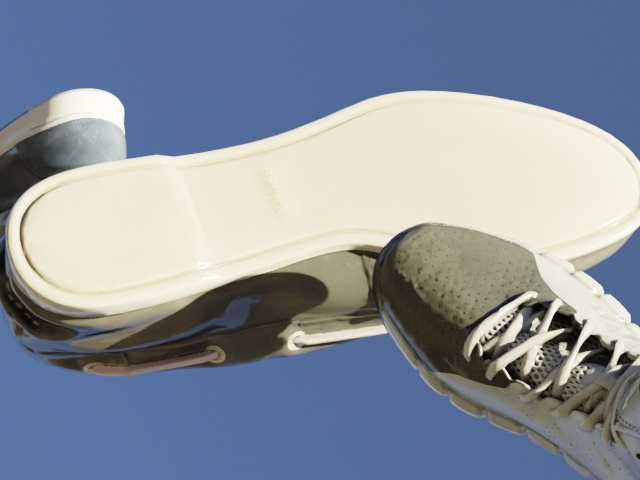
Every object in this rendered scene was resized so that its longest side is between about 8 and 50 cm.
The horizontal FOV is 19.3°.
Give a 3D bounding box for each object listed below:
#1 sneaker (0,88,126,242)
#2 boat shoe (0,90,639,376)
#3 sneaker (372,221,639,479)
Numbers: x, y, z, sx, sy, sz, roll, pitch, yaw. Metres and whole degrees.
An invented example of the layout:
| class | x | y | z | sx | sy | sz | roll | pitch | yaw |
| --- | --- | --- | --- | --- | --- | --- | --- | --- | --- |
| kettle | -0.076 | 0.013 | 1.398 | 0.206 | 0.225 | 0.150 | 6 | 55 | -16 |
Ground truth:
| class | x | y | z | sx | sy | sz | roll | pitch | yaw |
| --- | --- | --- | --- | --- | --- | --- | --- | --- | --- |
| sneaker | -0.211 | 0.019 | 1.258 | 0.226 | 0.086 | 0.163 | -31 | -121 | 33 |
| boat shoe | 0.000 | 0.000 | 0.960 | 0.095 | 0.335 | 0.112 | 110 | -31 | -58 |
| sneaker | 0.120 | 0.053 | 0.802 | 0.228 | 0.086 | 0.132 | 37 | -12 | 12 |
